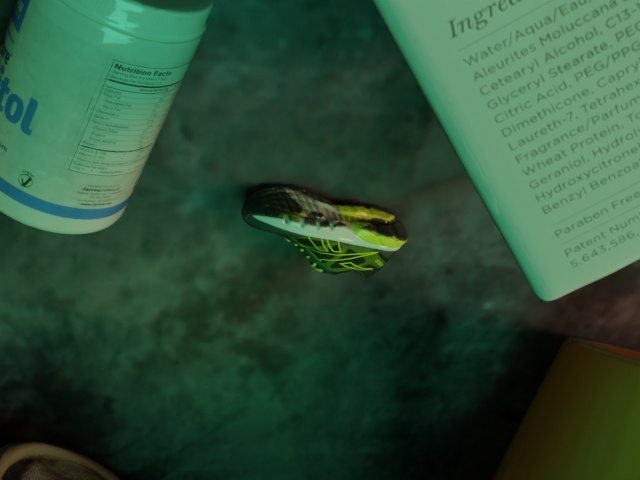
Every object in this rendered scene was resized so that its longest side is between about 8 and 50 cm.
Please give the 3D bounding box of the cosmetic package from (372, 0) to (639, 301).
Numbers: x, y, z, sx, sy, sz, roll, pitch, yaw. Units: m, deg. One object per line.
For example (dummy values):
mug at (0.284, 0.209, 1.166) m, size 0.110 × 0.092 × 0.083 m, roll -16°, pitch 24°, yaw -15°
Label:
cosmetic package at (0.087, -0.114, 0.402) m, size 0.151 × 0.151 × 0.183 m, roll -27°, pitch 128°, yaw 9°

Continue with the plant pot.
plant pot at (0.163, 0.155, 0.616) m, size 0.205 × 0.205 × 0.188 m, roll 14°, pitch 92°, yaw -22°

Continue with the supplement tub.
supplement tub at (-0.093, -0.062, 0.475) m, size 0.071 × 0.071 × 0.107 m, roll 15°, pitch 121°, yaw -23°

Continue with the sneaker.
sneaker at (0.000, 0.000, 0.568) m, size 0.083 × 0.031 × 0.035 m, roll 13°, pitch 123°, yaw -22°

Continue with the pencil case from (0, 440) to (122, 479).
pencil case at (-0.236, 0.268, 0.633) m, size 0.410 × 0.160 × 0.183 m, roll -39°, pitch 150°, yaw 18°
